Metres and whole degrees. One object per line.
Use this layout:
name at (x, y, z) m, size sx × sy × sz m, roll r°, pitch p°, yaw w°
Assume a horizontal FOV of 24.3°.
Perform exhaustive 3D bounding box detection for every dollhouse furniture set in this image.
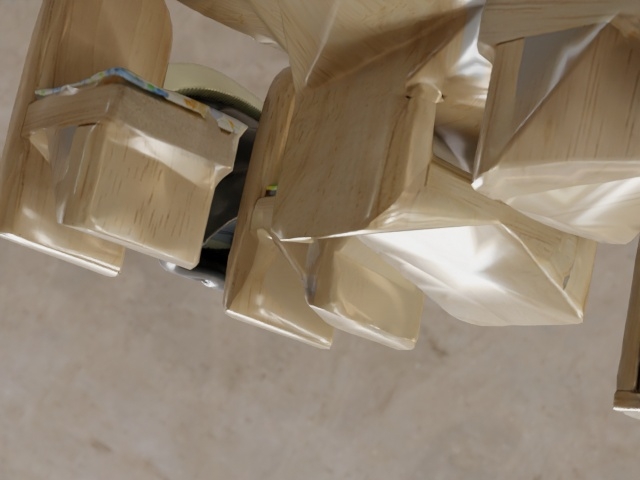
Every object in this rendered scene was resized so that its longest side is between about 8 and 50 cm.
dollhouse furniture set at (0.130, -0.077, 0.650) m, size 0.394 × 0.256 × 0.362 m, roll 22°, pitch 162°, yaw -38°

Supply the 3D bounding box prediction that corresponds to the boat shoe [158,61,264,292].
boat shoe at (0.003, -0.003, 0.878) m, size 0.127 × 0.113 × 0.340 m, roll -39°, pitch 150°, yaw 15°
